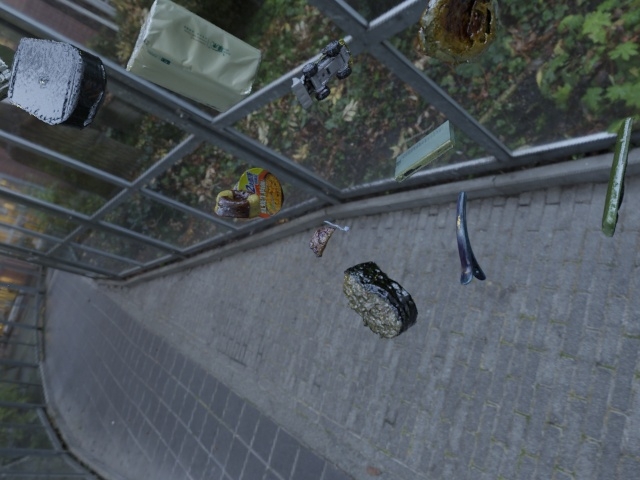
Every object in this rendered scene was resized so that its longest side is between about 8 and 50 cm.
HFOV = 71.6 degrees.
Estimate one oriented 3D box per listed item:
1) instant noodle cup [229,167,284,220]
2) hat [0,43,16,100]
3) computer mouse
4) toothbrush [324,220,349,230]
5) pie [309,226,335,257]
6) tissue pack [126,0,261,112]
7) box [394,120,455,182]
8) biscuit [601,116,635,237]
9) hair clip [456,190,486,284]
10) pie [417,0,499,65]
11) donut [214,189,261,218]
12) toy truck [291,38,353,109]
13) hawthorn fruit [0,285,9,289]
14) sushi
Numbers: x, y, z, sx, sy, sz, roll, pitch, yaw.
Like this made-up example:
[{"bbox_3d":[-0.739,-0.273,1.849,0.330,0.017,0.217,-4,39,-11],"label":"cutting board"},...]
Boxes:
[{"bbox_3d":[-0.285,-0.177,1.859,0.174,0.213,0.213,-19,57,52],"label":"instant noodle cup"},{"bbox_3d":[-0.903,-0.455,1.274,0.149,0.214,0.245,-43,-8,0],"label":"hat"},{"bbox_3d":[-0.561,-0.338,0.963,0.295,0.087,0.168,23,100,25],"label":"computer mouse"},{"bbox_3d":[0.062,-0.061,1.798,0.019,0.013,0.193,-59,31,-6],"label":"toothbrush"},{"bbox_3d":[0.000,0.000,2.099,0.034,0.092,0.170,88,-156,-68],"label":"pie"},{"bbox_3d":[-0.435,-0.623,1.538,0.297,0.380,0.207,1,76,59],"label":"tissue pack"},{"bbox_3d":[0.422,-0.358,1.802,0.270,0.045,0.211,-35,23,32],"label":"box"},{"bbox_3d":[0.758,-0.159,1.132,0.038,0.099,0.323,10,71,34],"label":"biscuit"},{"bbox_3d":[0.434,-0.009,1.319,0.048,0.083,0.276,175,85,-68],"label":"hair clip"},{"bbox_3d":[0.431,-0.666,1.343,0.085,0.308,0.308,24,91,59],"label":"pie"},{"bbox_3d":[-0.247,-0.110,1.327,0.140,0.140,0.059,-133,44,-53],"label":"donut"},{"bbox_3d":[0.003,-0.613,1.630,0.286,0.136,0.111,-44,40,-9],"label":"toy truck"},{"bbox_3d":[-0.962,0.157,1.291,0.066,0.067,0.103,-34,13,38],"label":"hawthorn fruit"},{"bbox_3d":[0.232,0.241,1.812,0.350,0.170,0.211,48,151,25],"label":"sushi"}]
